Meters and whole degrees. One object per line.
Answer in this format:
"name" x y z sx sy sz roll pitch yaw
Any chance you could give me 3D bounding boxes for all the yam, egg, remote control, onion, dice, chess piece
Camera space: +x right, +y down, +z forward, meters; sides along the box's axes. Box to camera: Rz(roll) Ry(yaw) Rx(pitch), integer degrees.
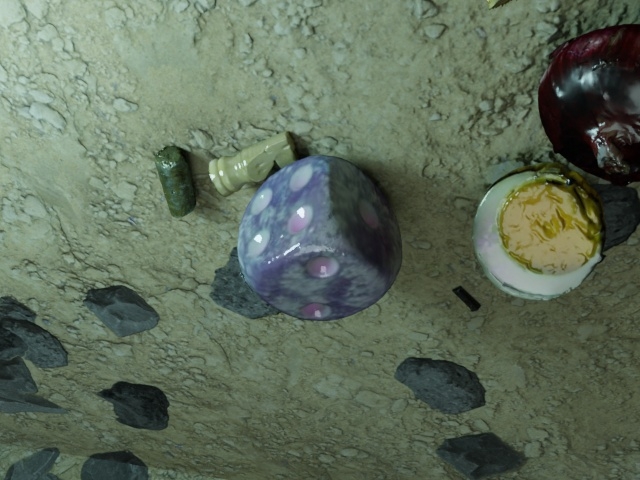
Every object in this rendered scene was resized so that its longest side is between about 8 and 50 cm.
"yam" -0.338 -0.135 1.605 0.078 0.078 0.179 5 134 9
"egg" 0.464 -0.034 1.455 0.264 0.174 0.286 -10 107 22
"remote control" 0.377 0.153 1.760 0.034 0.016 0.091 -26 123 39
"onion" 0.518 -0.222 1.175 0.314 0.232 0.314 31 153 18
"dice" 0.000 0.000 1.490 0.271 0.270 0.270 -28 133 31
"chess piece" -0.145 -0.173 1.525 0.200 0.090 0.090 -21 127 16

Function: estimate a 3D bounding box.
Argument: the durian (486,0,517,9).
"durian" 0.323 -0.474 1.066 0.165 0.132 0.182 -7 129 10
